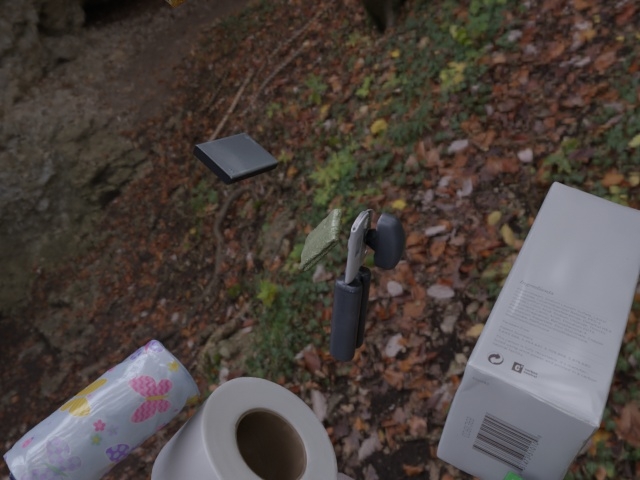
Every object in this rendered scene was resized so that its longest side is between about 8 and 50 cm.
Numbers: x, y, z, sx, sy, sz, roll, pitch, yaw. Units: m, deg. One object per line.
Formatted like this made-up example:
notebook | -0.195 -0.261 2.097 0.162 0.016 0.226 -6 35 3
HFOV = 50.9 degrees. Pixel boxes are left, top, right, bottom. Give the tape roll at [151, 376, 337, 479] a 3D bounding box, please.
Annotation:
tape roll | -0.119 0.363 1.058 0.169 0.246 0.246 -48 13 30

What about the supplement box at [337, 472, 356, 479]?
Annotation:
supplement box | 0.034 0.608 1.552 0.114 0.220 0.111 19 80 27

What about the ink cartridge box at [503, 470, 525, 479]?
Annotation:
ink cartridge box | 0.197 0.394 0.764 0.087 0.153 0.208 27 60 31

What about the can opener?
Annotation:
can opener | 0.074 0.080 1.079 0.095 0.283 0.076 17 35 20

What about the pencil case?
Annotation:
pencil case | -0.302 0.265 0.954 0.273 0.124 0.114 -40 23 -25

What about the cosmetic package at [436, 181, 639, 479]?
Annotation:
cosmetic package | 0.307 0.123 0.899 0.156 0.217 0.385 24 49 19

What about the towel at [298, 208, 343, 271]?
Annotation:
towel | 0.000 0.000 1.536 0.148 0.027 0.110 -41 28 42

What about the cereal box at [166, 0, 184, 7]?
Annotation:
cereal box | -0.147 -0.419 0.817 0.173 0.240 0.047 -40 75 -13

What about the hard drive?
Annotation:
hard drive | -0.151 -0.150 1.216 0.094 0.022 0.135 42 35 15
